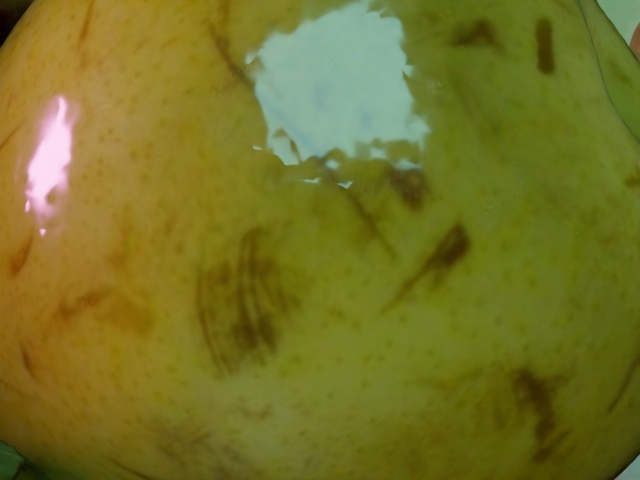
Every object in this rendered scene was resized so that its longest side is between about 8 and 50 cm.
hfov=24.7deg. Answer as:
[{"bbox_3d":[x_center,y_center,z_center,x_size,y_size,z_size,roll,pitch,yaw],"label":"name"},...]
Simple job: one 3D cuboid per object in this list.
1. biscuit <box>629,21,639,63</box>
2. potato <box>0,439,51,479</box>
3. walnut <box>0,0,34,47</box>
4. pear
[{"bbox_3d":[0.217,-0.070,0.785,0.163,0.035,0.250,9,47,-4],"label":"biscuit"},{"bbox_3d":[-0.176,0.140,0.454,0.253,0.186,0.148,-4,1,29],"label":"potato"},{"bbox_3d":[-0.189,-0.048,0.673,0.211,0.087,0.167,5,42,24],"label":"walnut"},{"bbox_3d":[0.000,0.000,0.543,0.281,0.280,0.280,3,48,-3],"label":"pear"}]
